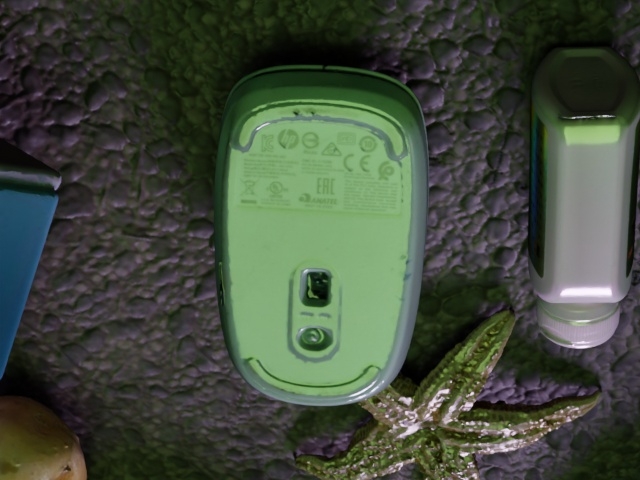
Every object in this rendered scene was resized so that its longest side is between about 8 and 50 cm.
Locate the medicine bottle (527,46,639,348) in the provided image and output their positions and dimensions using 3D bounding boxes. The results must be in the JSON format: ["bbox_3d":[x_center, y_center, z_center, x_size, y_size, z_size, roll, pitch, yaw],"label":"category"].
[{"bbox_3d":[0.190,-0.023,1.100,0.078,0.115,0.219,-2,125,5],"label":"medicine bottle"}]

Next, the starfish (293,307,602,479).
[{"bbox_3d":[0.093,0.144,1.275,0.277,0.062,0.235,-12,118,18],"label":"starfish"}]

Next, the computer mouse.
[{"bbox_3d":[0.001,-0.002,1.147,0.159,0.097,0.288,3,114,5],"label":"computer mouse"}]

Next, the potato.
[{"bbox_3d":[-0.299,0.231,1.319,0.150,0.146,0.234,43,124,12],"label":"potato"}]

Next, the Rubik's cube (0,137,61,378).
[{"bbox_3d":[-0.390,0.011,1.047,0.358,0.368,0.387,9,103,-51],"label":"Rubik's cube"}]
